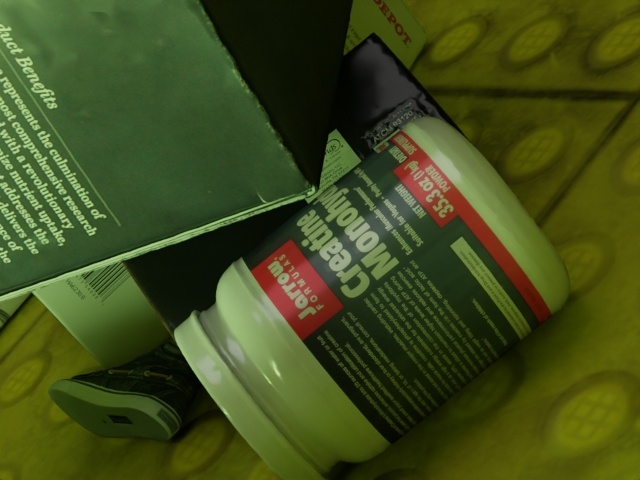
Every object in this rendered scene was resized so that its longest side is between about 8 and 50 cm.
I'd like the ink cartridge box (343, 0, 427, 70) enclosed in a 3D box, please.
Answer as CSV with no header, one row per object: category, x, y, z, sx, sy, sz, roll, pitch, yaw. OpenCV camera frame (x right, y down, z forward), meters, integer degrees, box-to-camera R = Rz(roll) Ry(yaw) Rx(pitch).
ink cartridge box,-0.031,-0.185,1.776,0.114,0.197,0.273,-6,41,47

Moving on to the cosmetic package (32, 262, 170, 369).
cosmetic package,-0.261,-0.004,1.755,0.138,0.224,0.224,-44,28,-10

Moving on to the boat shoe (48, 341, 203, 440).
boat shoe,-0.180,0.141,1.621,0.183,0.065,0.083,4,46,45

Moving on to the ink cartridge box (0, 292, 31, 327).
ink cartridge box,-0.466,0.070,2.013,0.283,0.117,0.207,-51,29,-20

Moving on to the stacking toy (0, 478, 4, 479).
stacking toy,-0.275,0.255,1.391,0.302,0.175,0.166,-19,32,51

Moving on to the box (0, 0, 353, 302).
box,-0.240,-0.210,1.510,0.471,0.297,0.480,-17,34,20

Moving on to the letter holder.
letter holder,0.000,0.000,1.543,0.302,0.214,0.152,-37,59,0

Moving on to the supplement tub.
supplement tub,0.041,0.051,1.336,0.272,0.191,0.191,-39,27,0
